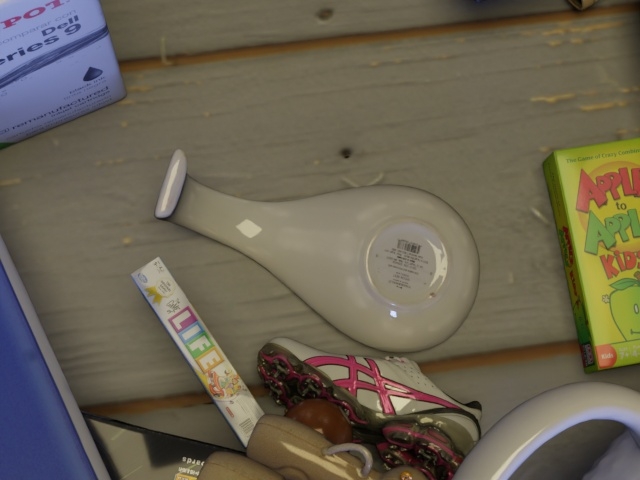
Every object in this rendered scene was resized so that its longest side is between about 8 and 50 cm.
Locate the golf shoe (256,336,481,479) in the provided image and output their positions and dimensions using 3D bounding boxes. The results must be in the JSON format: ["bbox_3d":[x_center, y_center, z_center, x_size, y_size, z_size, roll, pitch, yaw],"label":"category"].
[{"bbox_3d":[0.039,0.124,1.052,0.186,0.067,0.086,28,48,6],"label":"golf shoe"}]

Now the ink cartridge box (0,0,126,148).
[{"bbox_3d":[-0.269,-0.156,0.960,0.211,0.289,0.121,-23,82,-7],"label":"ink cartridge box"}]

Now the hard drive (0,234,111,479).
[{"bbox_3d":[-0.295,0.113,0.970,0.210,0.040,0.319,-33,66,7],"label":"hard drive"}]

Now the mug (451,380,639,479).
[{"bbox_3d":[0.231,0.255,0.908,0.328,0.276,0.374,-47,110,-5],"label":"mug"}]

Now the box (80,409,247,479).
[{"bbox_3d":[-0.099,0.310,0.987,0.395,0.097,0.318,15,80,0],"label":"box"}]

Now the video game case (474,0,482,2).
[{"bbox_3d":[0.168,-0.340,1.117,0.196,0.026,0.274,-19,65,-6],"label":"video game case"}]

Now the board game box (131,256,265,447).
[{"bbox_3d":[-0.090,0.089,1.022,0.026,0.103,0.154,-34,84,-8],"label":"board game box"}]

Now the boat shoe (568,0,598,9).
[{"bbox_3d":[0.191,-0.252,1.125,0.135,0.050,0.045,44,75,5],"label":"boat shoe"}]

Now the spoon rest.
[{"bbox_3d":[0.000,0.000,1.067,0.276,0.084,0.137,20,81,-13],"label":"spoon rest"}]

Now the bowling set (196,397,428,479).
[{"bbox_3d":[0.016,0.191,0.877,0.154,0.287,0.200,22,50,11],"label":"bowling set"}]

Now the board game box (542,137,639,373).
[{"bbox_3d":[0.248,0.011,1.086,0.092,0.043,0.181,-9,81,-5],"label":"board game box"}]
